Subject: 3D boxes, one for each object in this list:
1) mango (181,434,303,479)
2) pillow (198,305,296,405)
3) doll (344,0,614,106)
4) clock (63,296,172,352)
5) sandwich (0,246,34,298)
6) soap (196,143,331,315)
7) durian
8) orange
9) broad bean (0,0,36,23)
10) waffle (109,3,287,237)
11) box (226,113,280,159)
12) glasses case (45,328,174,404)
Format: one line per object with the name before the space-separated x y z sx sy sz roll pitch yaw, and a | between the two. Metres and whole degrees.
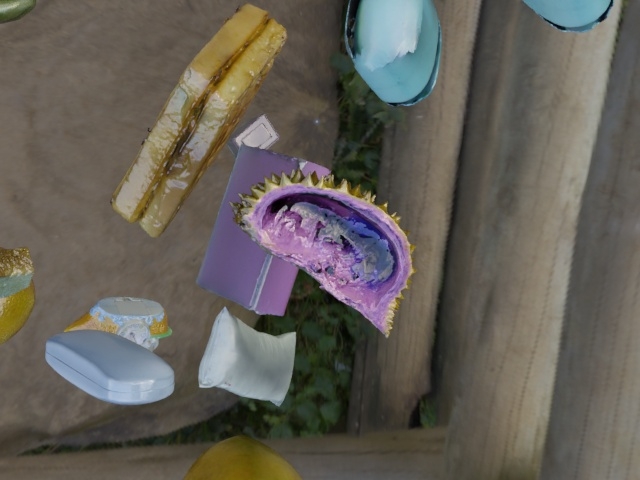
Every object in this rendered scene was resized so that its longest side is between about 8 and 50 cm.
mango | -0.045 0.266 0.603 0.139 0.175 0.254 -9 97 -11
pillow | -0.122 0.213 1.661 0.078 0.254 0.144 2 75 32
doll | 0.073 -0.159 0.444 0.159 0.059 0.158 -28 65 16
clock | -0.418 0.194 1.907 0.231 0.103 0.144 6 117 -32
sandwich | -0.379 0.046 1.045 0.105 0.093 0.035 -32 76 26
soap | -0.097 -0.019 1.525 0.081 0.181 0.259 17 90 -41
durian | 0.006 -0.012 1.280 0.260 0.186 0.153 36 85 -18
orange | -0.689 0.113 1.848 0.236 0.236 0.236 0 97 0
broad bean | -0.522 -0.336 1.341 0.207 0.153 0.072 1 106 -10
waffle | -0.177 -0.171 1.336 0.098 0.224 0.327 34 134 -8
box | -0.132 -0.189 1.708 0.085 0.063 0.060 -44 115 -21
glasses case | -0.201 0.117 0.866 0.067 0.178 0.045 -3 100 -38
